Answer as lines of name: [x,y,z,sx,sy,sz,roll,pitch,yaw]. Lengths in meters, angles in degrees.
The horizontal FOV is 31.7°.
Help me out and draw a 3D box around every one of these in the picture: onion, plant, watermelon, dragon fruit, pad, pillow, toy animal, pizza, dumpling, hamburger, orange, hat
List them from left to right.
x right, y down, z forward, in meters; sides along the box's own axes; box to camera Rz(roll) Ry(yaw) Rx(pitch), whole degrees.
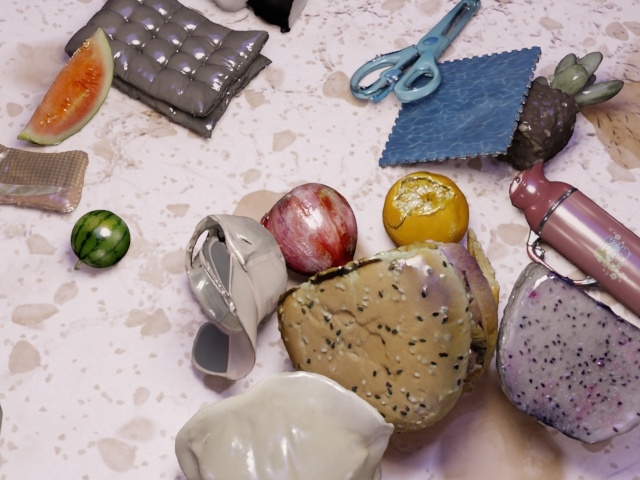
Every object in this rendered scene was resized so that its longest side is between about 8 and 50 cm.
pillow: [-0.516,-0.110,1.965,0.211,0.034,0.135,5,59,0]
watermelon: [-0.441,-0.263,2.003,0.063,0.119,0.245,39,92,20]
watermelon: [-0.369,0.001,1.874,0.109,0.109,0.109,2,58,-4]
pillow: [-0.279,-0.352,2.102,0.326,0.101,0.228,28,61,14]
hat: [-0.127,0.084,1.770,0.161,0.232,0.275,-3,40,-9]
toy animal: [-0.127,-0.528,2.187,0.235,0.165,0.187,21,57,10]
dumpling: [-0.049,0.305,1.635,0.318,0.243,0.187,12,29,-7]
onion: [0.000,0.000,1.880,0.159,0.159,0.195,-31,74,-22]
hamburger: [0.114,0.143,1.714,0.195,0.318,0.277,-27,93,-55]
orange: [0.183,-0.049,1.936,0.154,0.134,0.155,7,54,-9]
pad: [0.252,-0.243,2.047,0.269,0.012,0.269,-4,49,34]
pizza: [0.258,0.089,1.855,0.034,0.181,0.262,3,34,-3]
plant: [0.426,-0.254,2.075,0.274,0.149,0.146,-40,72,-24]
dragon fruit: [0.394,0.188,1.781,0.283,0.204,0.221,32,88,1]

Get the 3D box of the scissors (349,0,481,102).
scissors: [0.205,-0.372,2.178,0.180,0.032,0.393,14,46,33]

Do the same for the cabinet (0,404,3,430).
cabinet: [-0.585,0.284,1.642,0.206,0.150,0.145,0,54,-5]

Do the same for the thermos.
thermos: [0.457,0.004,1.956,0.330,0.136,0.109,42,36,19]
